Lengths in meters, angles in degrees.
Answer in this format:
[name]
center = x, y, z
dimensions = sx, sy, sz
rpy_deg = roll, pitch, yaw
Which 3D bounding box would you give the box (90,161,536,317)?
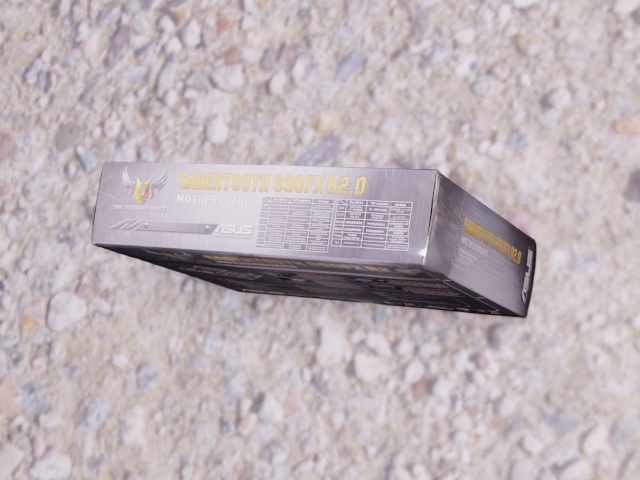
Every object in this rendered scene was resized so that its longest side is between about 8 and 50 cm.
[box]
center = 0.000, 0.000, 0.780
dimensions = 0.231, 0.183, 0.056
rpy_deg = 3, 79, 29
